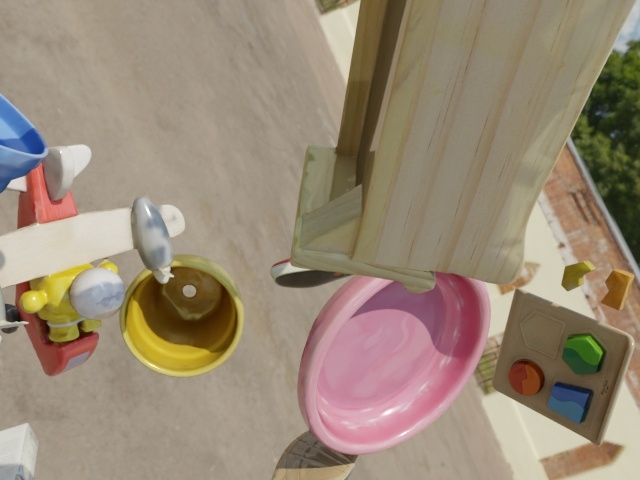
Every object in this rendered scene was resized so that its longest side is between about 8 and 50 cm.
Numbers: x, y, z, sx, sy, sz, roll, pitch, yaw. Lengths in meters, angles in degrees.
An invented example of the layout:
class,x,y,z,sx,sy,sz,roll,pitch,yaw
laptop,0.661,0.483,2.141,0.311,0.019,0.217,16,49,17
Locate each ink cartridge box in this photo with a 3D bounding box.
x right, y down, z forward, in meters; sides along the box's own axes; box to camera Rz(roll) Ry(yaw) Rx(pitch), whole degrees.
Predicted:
class,x,y,z,sx,sy,sz,roll,pitch,yaw
ink cartridge box,-0.610,0.430,1.035,0.239,0.275,0.060,-120,-163,-59

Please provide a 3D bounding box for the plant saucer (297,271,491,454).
class,x,y,z,sx,sy,sz,roll,pitch,yaw
plant saucer,0.102,0.158,0.952,0.084,0.332,0.332,38,-14,49

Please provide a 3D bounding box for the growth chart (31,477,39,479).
class,x,y,z,sx,sy,sz,roll,pitch,yaw
growth chart,-0.381,0.468,0.969,0.237,0.021,0.172,60,3,-24

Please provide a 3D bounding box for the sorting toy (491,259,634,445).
class,x,y,z,sx,sy,sz,roll,pitch,yaw
sorting toy,0.416,0.174,1.115,0.041,0.229,0.307,-11,117,-41

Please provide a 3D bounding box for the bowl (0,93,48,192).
class,x,y,z,sx,sy,sz,roll,pitch,yaw
bowl,-0.481,-0.182,0.676,0.391,0.077,0.391,39,3,-2

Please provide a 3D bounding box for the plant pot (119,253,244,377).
class,x,y,z,sx,sy,sz,roll,pitch,yaw
plant pot,-0.297,0.141,1.436,0.254,0.254,0.239,63,0,-13

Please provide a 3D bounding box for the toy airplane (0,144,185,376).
class,x,y,z,sx,sy,sz,roll,pitch,yaw
toy airplane,-0.422,0.027,1.080,0.272,0.386,0.384,26,-17,32

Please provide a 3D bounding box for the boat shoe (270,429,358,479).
class,x,y,z,sx,sy,sz,roll,pitch,yaw
boat shoe,-0.030,0.388,0.975,0.285,0.103,0.092,-40,144,-53

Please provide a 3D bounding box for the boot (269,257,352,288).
class,x,y,z,sx,sy,sz,roll,pitch,yaw
boot,0.000,0.000,1.405,0.088,0.244,0.176,80,-4,-62

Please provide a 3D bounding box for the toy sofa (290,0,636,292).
class,x,y,z,sx,sy,sz,roll,pitch,yaw
toy sofa,0.086,-0.138,0.434,0.150,0.177,0.362,-86,-176,-46
